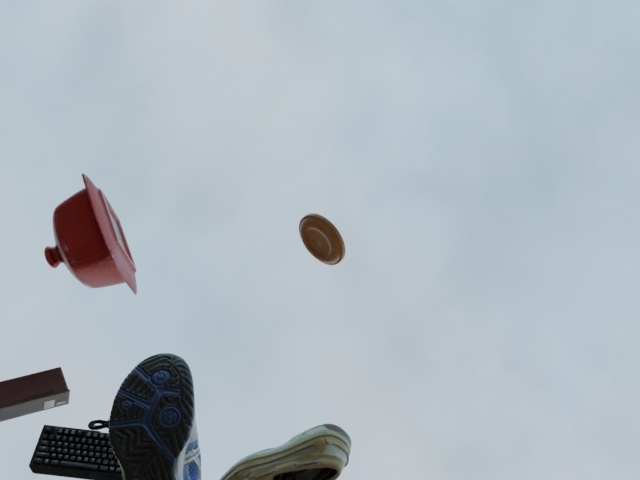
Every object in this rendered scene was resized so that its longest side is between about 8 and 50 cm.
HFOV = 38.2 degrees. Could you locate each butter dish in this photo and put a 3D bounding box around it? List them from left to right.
[{"bbox_3d":[-0.359,0.007,1.400,0.118,0.160,0.160,-21,-117,-6],"label":"butter dish"}]

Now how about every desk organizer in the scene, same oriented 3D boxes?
[{"bbox_3d":[-0.488,0.256,1.534,0.050,0.130,0.047,61,-32,30],"label":"desk organizer"}]

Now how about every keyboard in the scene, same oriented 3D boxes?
[{"bbox_3d":[-0.313,0.293,1.322,0.180,0.108,0.023,6,-48,3],"label":"keyboard"}]

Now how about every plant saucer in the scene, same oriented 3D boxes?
[{"bbox_3d":[0.000,0.000,1.321,0.083,0.013,0.083,30,-40,30],"label":"plant saucer"}]

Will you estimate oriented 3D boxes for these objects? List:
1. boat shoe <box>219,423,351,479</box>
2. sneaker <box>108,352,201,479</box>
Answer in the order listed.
[{"bbox_3d":[-0.051,0.266,1.002,0.190,0.072,0.068,-37,-70,24],"label":"boat shoe"},{"bbox_3d":[-0.151,0.208,0.857,0.080,0.081,0.211,-2,-117,2],"label":"sneaker"}]
